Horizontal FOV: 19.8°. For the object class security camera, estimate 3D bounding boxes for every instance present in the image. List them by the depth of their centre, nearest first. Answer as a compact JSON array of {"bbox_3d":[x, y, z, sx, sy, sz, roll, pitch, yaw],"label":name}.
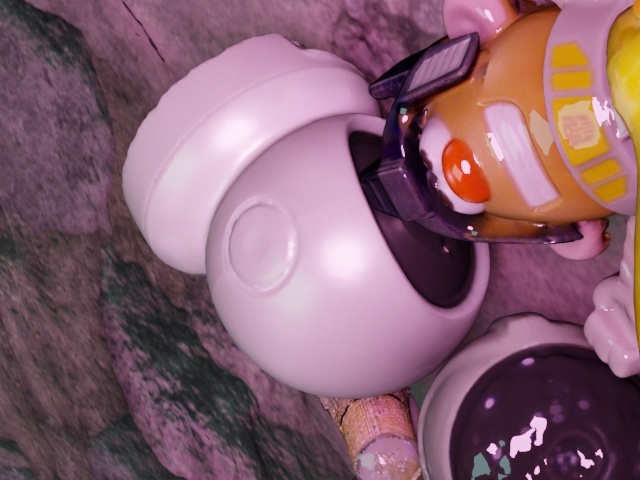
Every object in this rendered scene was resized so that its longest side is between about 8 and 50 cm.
[{"bbox_3d":[0.152,0.181,1.161,0.191,0.197,0.277,-121,21,-89],"label":"security camera"},{"bbox_3d":[0.000,0.000,1.217,0.236,0.194,0.195,52,145,32],"label":"security camera"}]

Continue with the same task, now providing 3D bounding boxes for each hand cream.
[{"bbox_3d":[0.034,0.110,1.279,0.203,0.084,0.084,-110,8,-68],"label":"hand cream"}]

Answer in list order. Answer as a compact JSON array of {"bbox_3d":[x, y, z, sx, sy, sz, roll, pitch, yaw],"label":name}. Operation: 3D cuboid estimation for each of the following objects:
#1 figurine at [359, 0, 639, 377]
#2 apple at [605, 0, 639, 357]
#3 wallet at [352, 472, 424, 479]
[{"bbox_3d":[0.150,-0.070,1.037,0.308,0.143,0.309,8,100,52],"label":"figurine"},{"bbox_3d":[0.258,-0.032,0.706,0.374,0.384,0.374,39,146,33],"label":"apple"},{"bbox_3d":[0.085,0.203,1.396,0.118,0.038,0.152,57,142,5],"label":"wallet"}]
